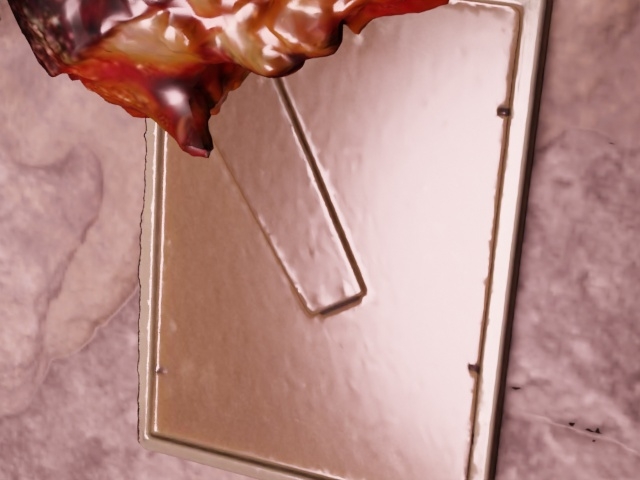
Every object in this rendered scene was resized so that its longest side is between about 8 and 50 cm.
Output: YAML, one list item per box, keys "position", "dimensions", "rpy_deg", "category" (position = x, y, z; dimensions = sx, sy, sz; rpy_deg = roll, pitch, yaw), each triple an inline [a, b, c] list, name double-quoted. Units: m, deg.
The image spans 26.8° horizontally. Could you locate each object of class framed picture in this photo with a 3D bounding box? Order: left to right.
- position: [0.000, 0.000, 0.701]
  dimensions: [0.211, 0.020, 0.289]
  rpy_deg: [11, 109, 20]
  category: "framed picture"

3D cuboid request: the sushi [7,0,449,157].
- position: [0.016, -0.185, 0.556]
  dimensions: [0.343, 0.196, 0.182]
  rpy_deg: [-26, 106, 27]
  category: "sushi"
